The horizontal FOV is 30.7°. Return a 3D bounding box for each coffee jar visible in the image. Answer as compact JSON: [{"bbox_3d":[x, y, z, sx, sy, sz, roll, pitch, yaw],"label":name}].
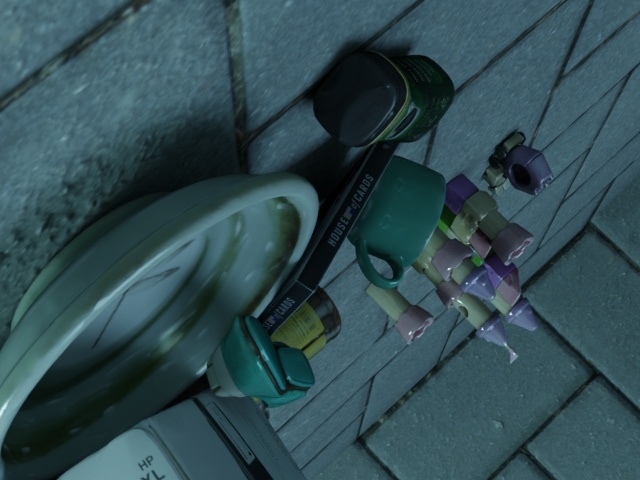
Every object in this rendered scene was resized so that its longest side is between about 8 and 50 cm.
[{"bbox_3d":[0.067,-0.148,1.225,0.096,0.079,0.184,-49,166,22],"label":"coffee jar"}]

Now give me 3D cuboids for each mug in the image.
[{"bbox_3d":[0.085,-0.035,1.459,0.158,0.097,0.129,-86,-157,-55],"label":"mug"}]

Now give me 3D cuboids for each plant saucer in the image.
[{"bbox_3d":[-0.176,0.063,1.096,0.400,0.100,0.400,-41,165,-14],"label":"plant saucer"}]

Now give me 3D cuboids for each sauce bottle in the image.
[{"bbox_3d":[-0.127,0.176,1.516,0.344,0.111,0.111,-36,162,-28],"label":"sauce bottle"}]

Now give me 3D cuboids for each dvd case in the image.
[{"bbox_3d":[0.000,0.000,1.336,0.239,0.029,0.179,-60,-173,-34],"label":"dvd case"}]

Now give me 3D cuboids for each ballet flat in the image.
[{"bbox_3d":[-0.073,0.141,1.246,0.087,0.083,0.247,-25,162,6],"label":"ballet flat"}]

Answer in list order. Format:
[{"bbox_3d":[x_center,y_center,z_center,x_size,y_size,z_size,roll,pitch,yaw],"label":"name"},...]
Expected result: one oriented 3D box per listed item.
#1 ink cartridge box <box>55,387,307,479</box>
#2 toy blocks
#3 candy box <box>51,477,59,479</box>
[{"bbox_3d":[-0.194,0.300,1.206,0.285,0.166,0.395,-36,174,6],"label":"ink cartridge box"},{"bbox_3d":[0.290,0.044,1.972,0.309,0.260,0.289,-36,162,-30],"label":"toy blocks"},{"bbox_3d":[-0.348,0.269,1.286,0.109,0.053,0.187,-38,162,-25],"label":"candy box"}]
